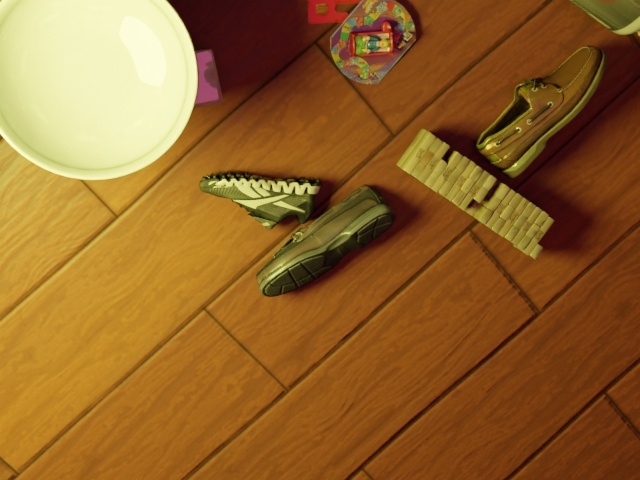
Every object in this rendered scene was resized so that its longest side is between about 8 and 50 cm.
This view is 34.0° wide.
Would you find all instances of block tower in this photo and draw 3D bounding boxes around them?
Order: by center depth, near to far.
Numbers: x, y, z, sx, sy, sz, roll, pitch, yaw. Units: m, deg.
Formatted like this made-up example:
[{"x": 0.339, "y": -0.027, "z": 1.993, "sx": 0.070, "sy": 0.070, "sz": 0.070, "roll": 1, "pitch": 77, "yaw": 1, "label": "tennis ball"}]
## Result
[{"x": 0.310, "y": -0.094, "z": 2.071, "sx": 0.335, "sy": 0.091, "sz": 0.097, "roll": 34, "pitch": 96, "yaw": -17, "label": "block tower"}]

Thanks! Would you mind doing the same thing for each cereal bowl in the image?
[{"x": -0.369, "y": -0.269, "z": 1.687, "sx": 0.339, "sy": 0.141, "sz": 0.339, "roll": -2, "pitch": 99, "yaw": -10, "label": "cereal bowl"}]

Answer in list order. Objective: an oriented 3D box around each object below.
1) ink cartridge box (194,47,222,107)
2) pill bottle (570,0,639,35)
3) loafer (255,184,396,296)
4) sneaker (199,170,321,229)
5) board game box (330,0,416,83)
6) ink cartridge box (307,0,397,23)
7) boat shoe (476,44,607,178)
[{"x": -0.304, "y": -0.277, "z": 1.860, "sx": 0.237, "sy": 0.172, "sz": 0.100, "roll": -10, "pitch": 103, "yaw": -9, "label": "ink cartridge box"}, {"x": 0.559, "y": -0.500, "z": 1.974, "sx": 0.318, "sy": 0.176, "sz": 0.176, "roll": 30, "pitch": 96, "yaw": -16, "label": "pill bottle"}, {"x": 0.000, "y": 0.000, "z": 2.045, "sx": 0.302, "sy": 0.095, "sz": 0.109, "roll": -31, "pitch": 151, "yaw": -1, "label": "loafer"}, {"x": -0.116, "y": -0.074, "z": 1.998, "sx": 0.234, "sy": 0.078, "sz": 0.106, "roll": 4, "pitch": 100, "yaw": -14, "label": "sneaker"}, {"x": 0.102, "y": -0.377, "z": 1.979, "sx": 0.133, "sy": 0.033, "sz": 0.168, "roll": 38, "pitch": 99, "yaw": -22, "label": "board game box"}, {"x": 0.062, "y": -0.517, "z": 1.936, "sx": 0.181, "sy": 0.056, "sz": 0.224, "roll": -5, "pitch": 104, "yaw": -9, "label": "ink cartridge box"}, {"x": 0.431, "y": -0.268, "z": 2.041, "sx": 0.104, "sy": 0.111, "sz": 0.307, "roll": 37, "pitch": 94, "yaw": -18, "label": "boat shoe"}]
